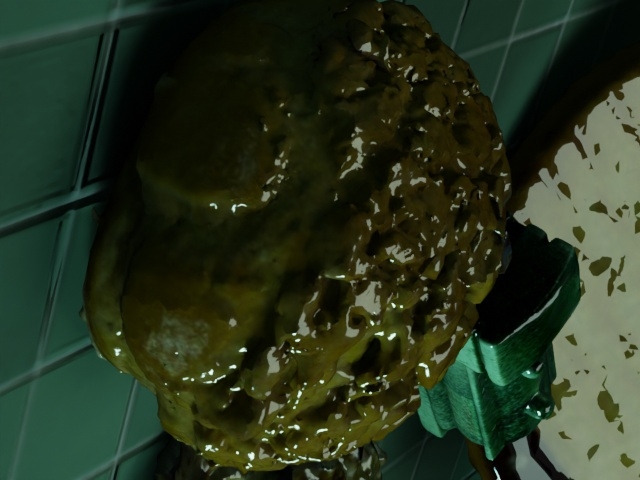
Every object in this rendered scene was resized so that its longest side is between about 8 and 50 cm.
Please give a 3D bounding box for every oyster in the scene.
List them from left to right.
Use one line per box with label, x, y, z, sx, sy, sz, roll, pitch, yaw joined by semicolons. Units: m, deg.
oyster;-0.022;0.113;0.724;0.177;0.056;0.105;18;91;-62

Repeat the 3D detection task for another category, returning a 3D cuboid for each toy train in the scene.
toy train;0.052;0.032;0.712;0.071;0.111;0.170;-50;154;-16

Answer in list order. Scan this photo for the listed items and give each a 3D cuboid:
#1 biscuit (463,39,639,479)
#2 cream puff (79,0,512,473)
biscuit;0.210;0.038;0.908;0.318;0.040;0.317;-6;106;-22
cream puff;0.000;0.000;0.558;0.150;0.115;0.165;-41;148;-48
